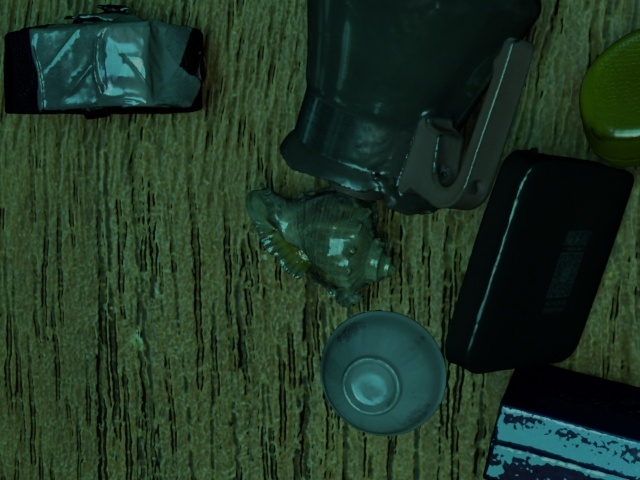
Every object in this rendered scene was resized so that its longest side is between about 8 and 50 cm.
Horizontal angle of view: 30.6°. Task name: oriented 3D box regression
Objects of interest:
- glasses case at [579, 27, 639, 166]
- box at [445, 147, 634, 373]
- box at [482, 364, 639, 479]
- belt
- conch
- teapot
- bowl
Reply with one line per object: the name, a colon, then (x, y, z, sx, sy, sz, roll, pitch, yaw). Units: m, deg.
glasses case: (0.512, -0.193, 1.457, 0.371, 0.141, 0.173, -7, 72, 18)
box: (0.282, 0.028, 1.491, 0.073, 0.290, 0.289, 25, 106, 37)
box: (0.358, 0.254, 1.494, 0.261, 0.279, 0.116, 15, 100, 12)
belt: (-0.307, -0.254, 1.661, 0.289, 0.184, 0.164, 0, 92, 9)
conch: (0.000, 0.000, 1.625, 0.245, 0.163, 0.178, 25, 123, 18)
teapot: (0.118, -0.213, 1.480, 0.376, 0.305, 0.362, 41, 121, 50)
bowl: (0.079, 0.197, 1.661, 0.189, 0.086, 0.189, 2, 96, 15)
